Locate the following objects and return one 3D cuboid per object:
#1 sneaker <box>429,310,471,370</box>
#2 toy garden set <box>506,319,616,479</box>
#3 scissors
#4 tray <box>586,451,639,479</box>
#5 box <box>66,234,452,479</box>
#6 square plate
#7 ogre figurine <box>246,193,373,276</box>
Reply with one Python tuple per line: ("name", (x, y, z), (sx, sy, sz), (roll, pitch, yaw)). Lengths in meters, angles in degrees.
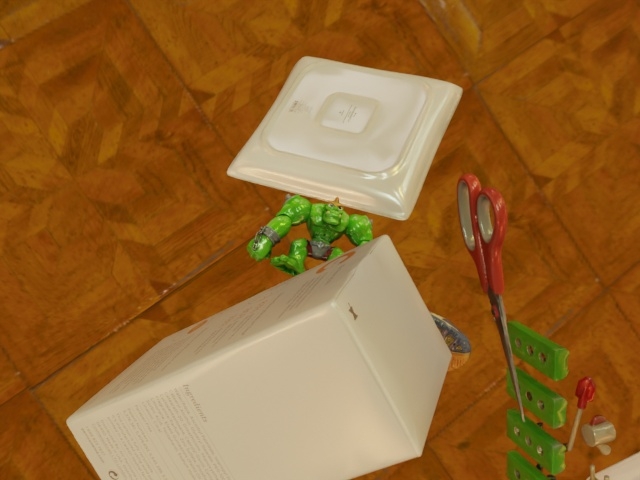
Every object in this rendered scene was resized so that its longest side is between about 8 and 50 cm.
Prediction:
("sneaker", (0.138, 0.144, 1.313), (0.296, 0.131, 0.112), (17, 109, 22))
("toy garden set", (0.320, 0.249, 0.936), (0.049, 0.204, 0.245), (-9, 107, -18))
("scissors", (0.211, 0.066, 0.878), (0.021, 0.109, 0.297), (-14, 102, -13))
("tray", (0.498, 0.453, 1.052), (0.030, 0.145, 0.270), (19, 44, -32))
("box", (-0.058, 0.160, 0.789), (0.345, 0.215, 0.168), (-26, 97, 24))
("square plate", (0.050, -0.213, 1.316), (0.343, 0.049, 0.347), (16, 55, 17))
("ogre figurine", (0.000, 0.000, 1.061), (0.196, 0.097, 0.118), (9, 67, 9))
